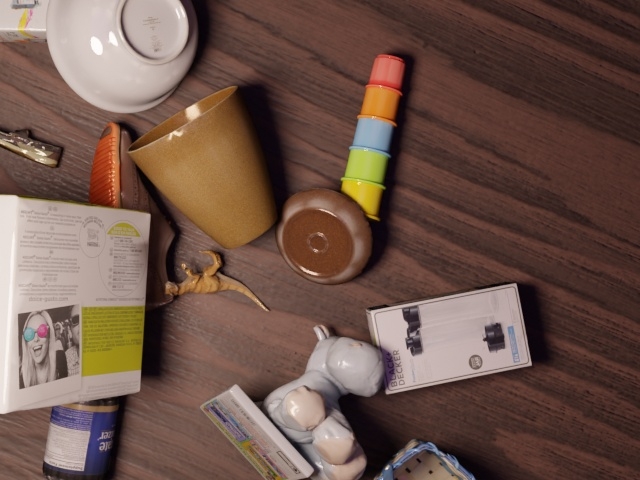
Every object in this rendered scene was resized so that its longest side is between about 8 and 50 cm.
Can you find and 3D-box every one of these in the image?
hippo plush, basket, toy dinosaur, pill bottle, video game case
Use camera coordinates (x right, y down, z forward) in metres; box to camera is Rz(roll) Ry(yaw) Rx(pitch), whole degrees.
[{"bbox_3d":[0.022,0.305,1.870,0.236,0.294,0.234,-46,107,-28],"label":"hippo plush"},{"bbox_3d":[0.209,0.502,1.822,0.255,0.289,0.201,45,87,-1],"label":"basket"},{"bbox_3d":[-0.204,0.076,1.915,0.211,0.064,0.112,3,88,-27],"label":"toy dinosaur"},{"bbox_3d":[-0.452,0.387,1.864,0.123,0.123,0.219,9,90,-4],"label":"pill bottle"},{"bbox_3d":[-0.122,0.366,1.856,0.212,0.193,0.023,48,61,-2],"label":"video game case"}]

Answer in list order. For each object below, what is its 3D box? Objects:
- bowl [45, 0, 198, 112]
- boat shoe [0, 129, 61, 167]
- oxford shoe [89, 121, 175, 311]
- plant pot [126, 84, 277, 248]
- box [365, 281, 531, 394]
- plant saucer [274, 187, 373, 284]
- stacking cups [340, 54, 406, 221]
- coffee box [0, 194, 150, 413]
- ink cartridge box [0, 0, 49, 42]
[{"bbox_3d":[-0.332,-0.383,1.800,0.298,0.134,0.298,-2,93,-36],"label":"bowl"},{"bbox_3d":[-0.567,-0.187,1.895,0.152,0.056,0.049,25,83,-13],"label":"boat shoe"},{"bbox_3d":[-0.354,-0.044,1.891,0.133,0.130,0.363,-4,87,-32],"label":"oxford shoe"},{"bbox_3d":[-0.192,-0.121,1.850,0.237,0.237,0.254,-31,107,-3],"label":"plant pot"},{"bbox_3d":[0.245,0.188,1.927,0.290,0.087,0.169,-9,90,-4],"label":"box"},{"bbox_3d":[0.000,0.000,1.889,0.199,0.036,0.198,7,113,17],"label":"plant saucer"},{"bbox_3d":[0.105,-0.198,1.914,0.096,0.096,0.316,13,89,-4],"label":"stacking cups"},{"bbox_3d":[-0.528,0.094,1.693,0.338,0.338,0.334,2,89,27],"label":"coffee box"},{"bbox_3d":[-0.530,-0.440,1.858,0.176,0.128,0.127,1,91,-3],"label":"ink cartridge box"}]
